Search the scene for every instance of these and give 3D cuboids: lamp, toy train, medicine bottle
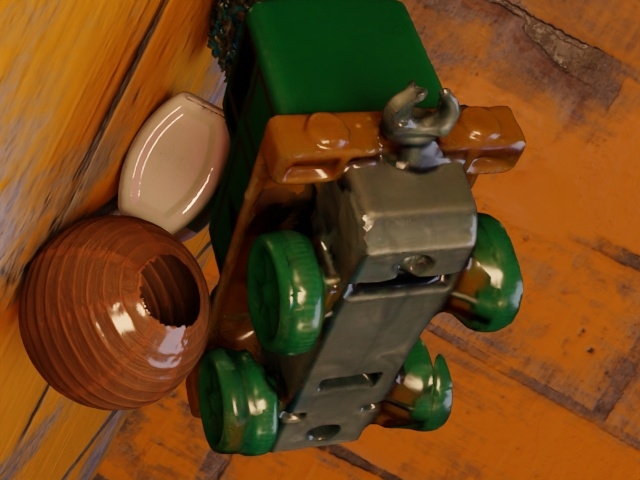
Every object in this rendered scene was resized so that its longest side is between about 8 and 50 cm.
[{"bbox_3d":[-0.142,0.050,0.832,0.136,0.136,0.136,-61,-179,1],"label":"lamp"},{"bbox_3d":[0.000,0.000,0.878,0.429,0.178,0.249,113,-34,-52],"label":"toy train"},{"bbox_3d":[-0.117,-0.057,1.043,0.115,0.078,0.219,-64,-179,-2],"label":"medicine bottle"}]

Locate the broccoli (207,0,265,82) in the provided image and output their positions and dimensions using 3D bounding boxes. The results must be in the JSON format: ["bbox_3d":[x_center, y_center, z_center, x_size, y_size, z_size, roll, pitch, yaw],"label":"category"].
[{"bbox_3d":[-0.011,-0.170,0.968,0.167,0.160,0.154,-42,-174,14],"label":"broccoli"}]
